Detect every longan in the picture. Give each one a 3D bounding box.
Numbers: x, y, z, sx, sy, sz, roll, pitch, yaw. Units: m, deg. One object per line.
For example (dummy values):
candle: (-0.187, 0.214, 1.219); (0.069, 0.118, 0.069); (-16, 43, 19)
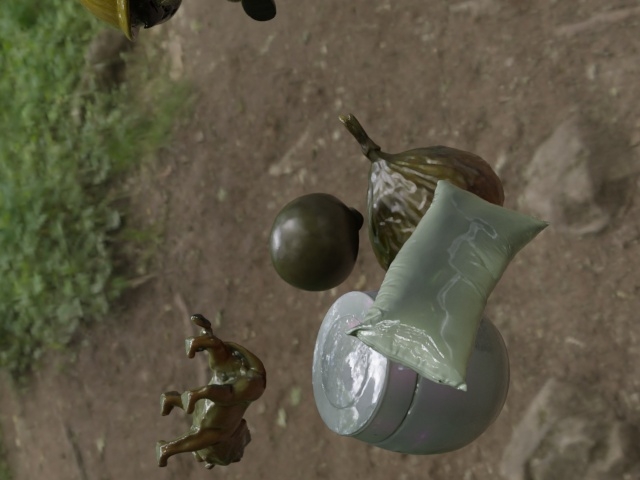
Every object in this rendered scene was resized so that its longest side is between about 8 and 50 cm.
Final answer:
longan: (0.000, 0.000, 1.632); (0.159, 0.204, 0.184); (22, 135, 43)

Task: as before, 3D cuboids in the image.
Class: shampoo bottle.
shampoo bottle: (0.143, 0.209, 1.459); (0.273, 0.266, 0.273); (-27, 59, 58)

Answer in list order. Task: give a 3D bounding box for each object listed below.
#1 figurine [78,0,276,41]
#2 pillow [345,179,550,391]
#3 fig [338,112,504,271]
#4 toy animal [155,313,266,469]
figurine: (-0.159, -0.316, 0.951); (0.167, 0.257, 0.192); (41, -130, -58)
pillow: (0.148, 0.042, 1.010); (0.144, 0.254, 0.078); (18, 146, 26)
fig: (0.162, -0.105, 1.724); (0.369, 0.286, 0.286); (45, 166, -5)
toy animal: (-0.148, 0.240, 1.306); (0.312, 0.158, 0.097); (-63, 36, 38)
